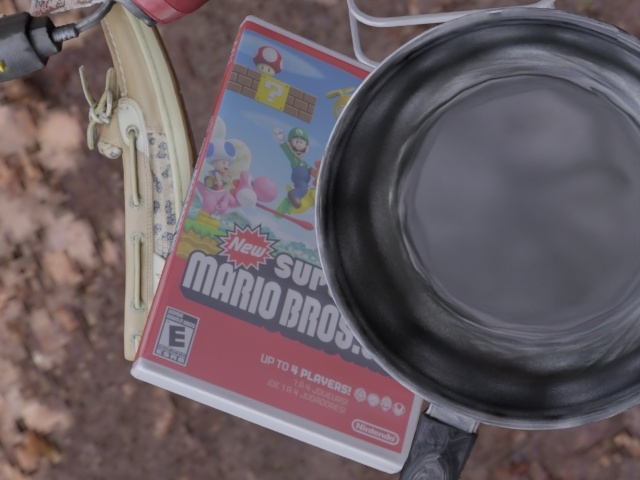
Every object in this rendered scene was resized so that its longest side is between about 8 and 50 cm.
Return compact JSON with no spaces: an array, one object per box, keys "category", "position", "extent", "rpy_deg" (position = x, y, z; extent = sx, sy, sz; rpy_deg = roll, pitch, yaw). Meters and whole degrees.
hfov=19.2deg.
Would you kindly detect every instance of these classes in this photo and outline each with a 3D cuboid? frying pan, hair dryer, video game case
[{"category":"frying pan","position":[0.100,0.052,0.886],"extent":[0.197,0.053,0.326],"rpy_deg":[0,104,13]},{"category":"hair dryer","position":[-0.114,-0.233,1.183],"extent":[0.294,0.080,0.223],"rpy_deg":[-13,64,27]},{"category":"video game case","position":[0.000,0.000,1.345],"extent":[0.204,0.285,0.025],"rpy_deg":[22,155,-14]}]

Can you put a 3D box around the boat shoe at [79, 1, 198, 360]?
[{"category":"boat shoe","position":[-0.137,-0.047,1.466],"extent":[0.104,0.089,0.285],"rpy_deg":[-159,56,-88]}]

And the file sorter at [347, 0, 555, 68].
[{"category":"file sorter","position":[0.106,-0.287,1.547],"extent":[0.277,0.193,0.173],"rpy_deg":[85,180,-56]}]
